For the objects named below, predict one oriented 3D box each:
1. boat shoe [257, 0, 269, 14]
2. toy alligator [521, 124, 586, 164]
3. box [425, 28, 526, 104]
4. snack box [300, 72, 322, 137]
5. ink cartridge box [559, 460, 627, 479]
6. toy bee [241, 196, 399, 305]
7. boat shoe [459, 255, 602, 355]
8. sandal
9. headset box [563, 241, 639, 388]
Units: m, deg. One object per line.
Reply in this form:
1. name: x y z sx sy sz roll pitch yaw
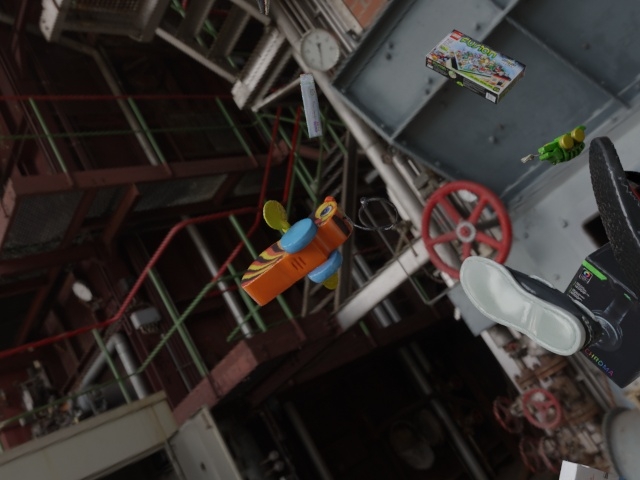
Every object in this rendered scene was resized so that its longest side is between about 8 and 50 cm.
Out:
1. boat shoe: -0.139 -0.562 1.360 0.043 0.049 0.137 -2 -36 5
2. toy alligator: 0.475 -0.175 1.228 0.190 0.051 0.056 -29 0 -26
3. box: 0.365 -0.414 1.460 0.114 0.207 0.036 -46 -25 -17
4. snack box: -0.024 -0.346 1.572 0.037 0.100 0.141 -10 -62 0
5. ink cartridge box: 0.527 0.503 1.222 0.180 0.104 0.060 26 -17 -29
6. toy bee: 0.000 0.000 1.101 0.298 0.195 0.162 -13 28 10
7. boat shoe: 0.403 0.122 1.208 0.091 0.302 0.114 -4 -58 -35
8. sandal: 0.576 0.002 1.055 0.107 0.445 0.167 -14 -34 8
9. headset box: 0.724 0.168 1.476 0.131 0.246 0.283 -25 -34 -26
